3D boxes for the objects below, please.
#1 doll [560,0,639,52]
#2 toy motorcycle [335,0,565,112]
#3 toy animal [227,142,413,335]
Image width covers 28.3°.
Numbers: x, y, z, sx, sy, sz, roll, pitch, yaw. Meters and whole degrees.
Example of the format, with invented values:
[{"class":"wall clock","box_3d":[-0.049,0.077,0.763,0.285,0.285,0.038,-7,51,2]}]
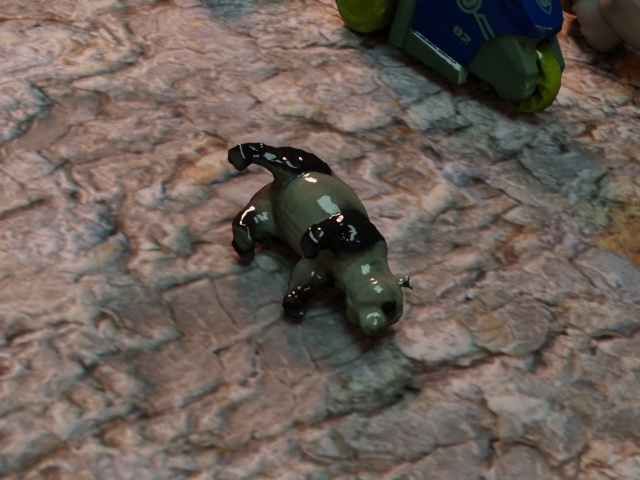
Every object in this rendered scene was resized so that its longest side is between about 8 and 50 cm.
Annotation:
[{"class":"doll","box_3d":[0.386,-0.331,1.695,0.311,0.160,0.242,12,53,-56]},{"class":"toy motorcycle","box_3d":[0.188,-0.309,1.568,0.191,0.200,0.326,-18,46,-38]},{"class":"toy animal","box_3d":[0.000,0.000,1.188,0.121,0.094,0.225,-3,38,-37]}]
